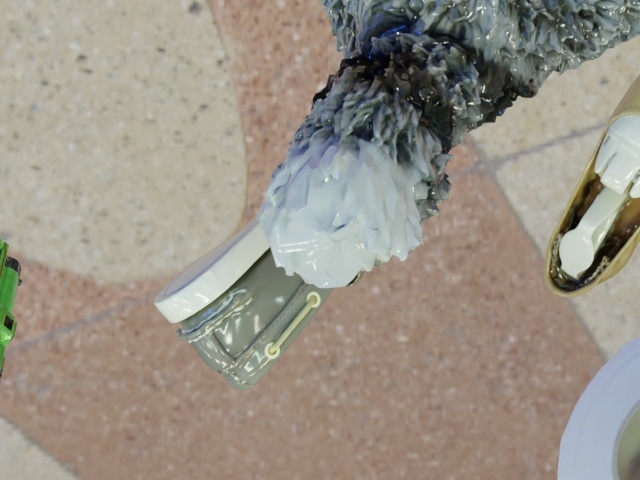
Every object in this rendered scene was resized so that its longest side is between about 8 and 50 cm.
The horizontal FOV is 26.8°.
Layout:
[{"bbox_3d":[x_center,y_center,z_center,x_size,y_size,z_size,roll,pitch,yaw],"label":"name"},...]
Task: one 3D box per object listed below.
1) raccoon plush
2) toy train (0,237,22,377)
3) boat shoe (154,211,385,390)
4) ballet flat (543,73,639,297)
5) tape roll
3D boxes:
[{"bbox_3d":[0.061,-0.221,0.708,0.216,0.446,0.299,-15,115,22],"label":"raccoon plush"},{"bbox_3d":[-0.112,0.024,0.447,0.017,0.083,0.024,-40,115,17],"label":"toy train"},{"bbox_3d":[-0.003,0.002,1.033,0.109,0.305,0.091,-28,99,45],"label":"boat shoe"},{"bbox_3d":[0.230,-0.037,1.015,0.080,0.073,0.232,37,139,20],"label":"ballet flat"},{"bbox_3d":[0.374,0.220,1.308,0.286,0.286,0.100,-32,132,30],"label":"tape roll"}]
